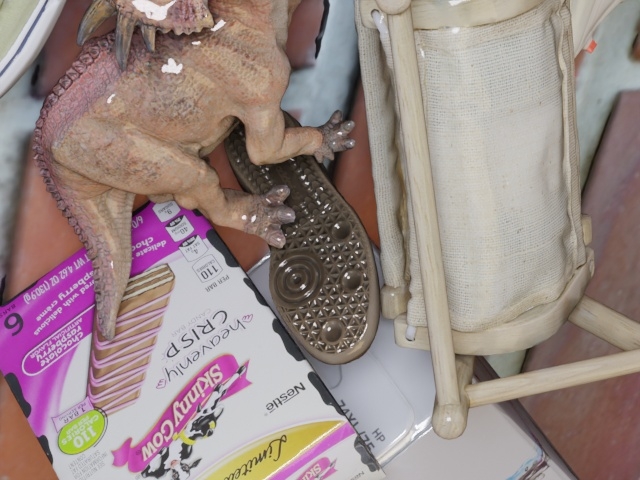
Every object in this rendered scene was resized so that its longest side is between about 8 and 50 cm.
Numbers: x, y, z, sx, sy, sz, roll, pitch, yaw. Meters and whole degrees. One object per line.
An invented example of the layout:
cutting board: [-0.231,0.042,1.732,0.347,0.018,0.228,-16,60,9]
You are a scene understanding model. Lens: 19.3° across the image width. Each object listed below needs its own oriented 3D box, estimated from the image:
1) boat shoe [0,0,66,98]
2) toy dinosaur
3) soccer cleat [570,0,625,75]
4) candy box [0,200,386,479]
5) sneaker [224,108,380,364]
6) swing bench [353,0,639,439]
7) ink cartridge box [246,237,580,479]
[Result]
boat shoe: [-0.161,-0.187,0.900,0.302,0.109,0.094,-65,171,17]
toy dinosaur: [-0.093,-0.089,1.042,0.200,0.127,0.296,16,121,-43]
soccer cleat: [0.161,-0.164,1.201,0.076,0.068,0.196,40,107,-19]
candy box: [-0.089,0.092,1.120,0.159,0.233,0.071,-36,139,-3]
sneaker: [0.000,0.000,1.134,0.066,0.188,0.071,-27,147,10]
swing bench: [0.101,-0.065,1.064,0.165,0.255,0.253,-10,111,-6]
ink cartridge box: [0.040,0.152,1.291,0.197,0.198,0.270,-40,138,4]
